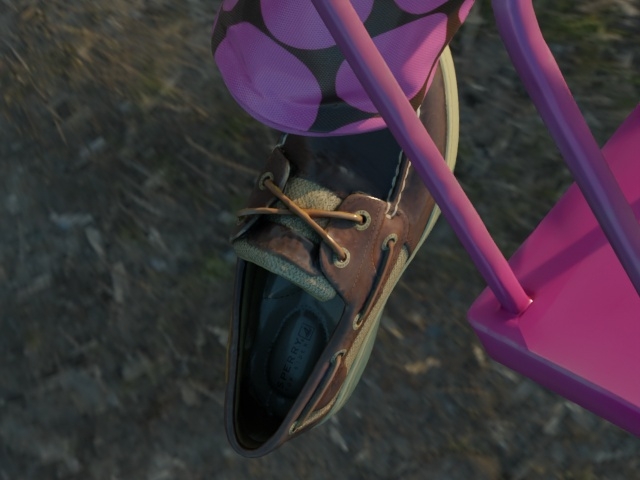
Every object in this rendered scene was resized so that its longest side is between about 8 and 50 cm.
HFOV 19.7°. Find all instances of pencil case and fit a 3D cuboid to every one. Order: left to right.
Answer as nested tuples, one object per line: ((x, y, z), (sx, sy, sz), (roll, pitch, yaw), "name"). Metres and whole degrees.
((0.038, -0.128, 0.649), (0.098, 0.095, 0.209), (-7, 147, -34), "pencil case")

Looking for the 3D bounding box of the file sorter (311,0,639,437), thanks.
((0.165, -0.045, 0.366), (0.202, 0.290, 0.182), (-49, 135, -14), "file sorter")

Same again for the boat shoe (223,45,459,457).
((0.000, 0.000, 1.275), (0.123, 0.123, 0.342), (26, 116, 13), "boat shoe")
